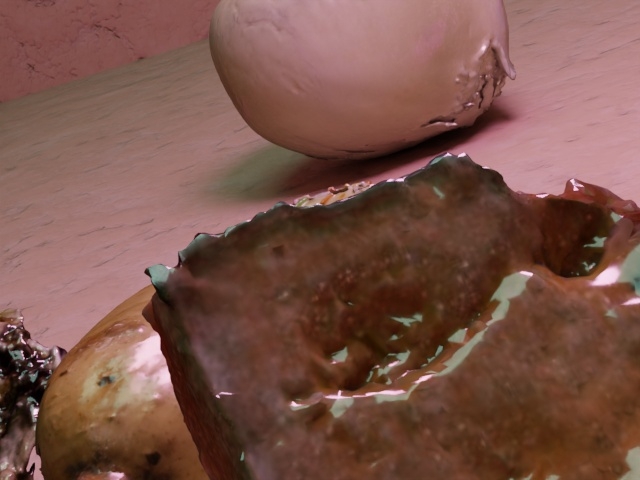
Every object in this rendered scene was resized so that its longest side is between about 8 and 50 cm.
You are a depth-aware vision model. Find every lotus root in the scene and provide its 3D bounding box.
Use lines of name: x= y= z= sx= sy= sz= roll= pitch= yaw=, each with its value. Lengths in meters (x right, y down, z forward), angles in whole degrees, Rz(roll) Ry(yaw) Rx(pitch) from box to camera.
lotus root: x=-0.073 y=0.105 z=0.970 sx=0.160 sy=0.146 sz=0.284 roll=27 pitch=27 yaw=8

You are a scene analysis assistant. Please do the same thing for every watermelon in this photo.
watermelon: x=0.100 y=0.108 z=0.674 sx=0.264 sy=0.302 sz=0.151 roll=-25 pitch=-23 yaw=-17

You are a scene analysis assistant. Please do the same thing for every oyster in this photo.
oyster: x=-0.232 y=0.144 z=1.042 sx=0.223 sy=0.083 sz=0.214 roll=-37 pitch=35 yaw=49

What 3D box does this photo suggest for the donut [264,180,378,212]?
donut: x=0.000 y=0.000 z=1.458 sx=0.175 sy=0.068 sz=0.174 roll=-20 pitch=15 yaw=5

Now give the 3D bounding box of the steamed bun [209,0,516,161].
steamed bun: x=0.047 y=-0.203 z=1.835 sx=0.312 sy=0.233 sz=0.334 roll=-22 pitch=5 yaw=3
